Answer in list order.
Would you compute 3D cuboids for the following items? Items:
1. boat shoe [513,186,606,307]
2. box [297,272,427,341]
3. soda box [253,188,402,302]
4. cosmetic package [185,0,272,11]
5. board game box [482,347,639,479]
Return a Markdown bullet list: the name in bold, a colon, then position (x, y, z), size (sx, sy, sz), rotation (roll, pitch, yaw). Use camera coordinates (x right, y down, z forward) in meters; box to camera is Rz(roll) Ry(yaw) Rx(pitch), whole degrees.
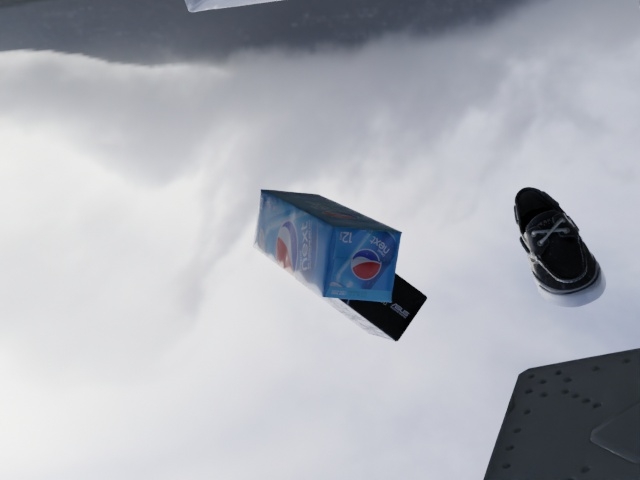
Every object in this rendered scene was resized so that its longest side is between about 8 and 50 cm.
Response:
- **boat shoe**: position (0.391, 0.000, 1.548), size (0.108, 0.102, 0.301), rotation (-22, -152, 11)
- **box**: position (0.054, 0.067, 1.316), size (0.147, 0.078, 0.180), rotation (36, 173, -5)
- **soda box**: position (0.000, 0.000, 0.900), size (0.071, 0.067, 0.210), rotation (4, -170, -23)
- **cosmetic package**: position (-0.054, -0.330, 1.010), size (0.231, 0.117, 0.085), rotation (-23, -178, -42)
- **board game box**: position (0.396, 0.242, 1.094), size (0.389, 0.050, 0.390), rotation (-15, -163, 28)
